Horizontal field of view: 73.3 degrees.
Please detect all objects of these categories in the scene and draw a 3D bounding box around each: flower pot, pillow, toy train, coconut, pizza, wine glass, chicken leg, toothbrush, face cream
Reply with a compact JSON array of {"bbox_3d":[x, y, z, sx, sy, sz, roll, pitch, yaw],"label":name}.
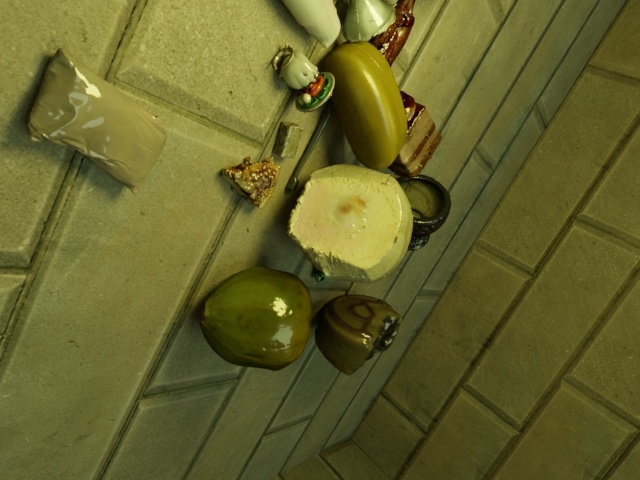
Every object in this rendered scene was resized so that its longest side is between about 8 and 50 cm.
[{"bbox_3d":[0.394,-0.102,1.834,0.267,0.266,0.267,-39,155,-23],"label":"flower pot"},{"bbox_3d":[-0.427,-0.216,0.843,0.173,0.067,0.270,-60,148,-2],"label":"pillow"},{"bbox_3d":[0.043,0.115,1.746,0.178,0.071,0.104,-13,140,-48],"label":"toy train"},{"bbox_3d":[0.111,-0.050,1.399,0.405,0.405,0.404,-32,142,-30],"label":"coconut"},{"bbox_3d":[-0.188,-0.166,1.187,0.194,0.069,0.154,8,114,-56],"label":"pizza"},{"bbox_3d":[0.084,-0.629,1.052,0.156,0.156,0.232,-49,143,-8],"label":"wine glass"},{"bbox_3d":[0.202,-0.599,1.228,0.158,0.096,0.407,-55,175,-48],"label":"chicken leg"},{"bbox_3d":[-0.028,-0.287,1.317,0.031,0.030,0.297,1,120,-62],"label":"toothbrush"},{"bbox_3d":[-0.054,-0.576,0.953,0.102,0.102,0.345,-56,148,2],"label":"face cream"}]

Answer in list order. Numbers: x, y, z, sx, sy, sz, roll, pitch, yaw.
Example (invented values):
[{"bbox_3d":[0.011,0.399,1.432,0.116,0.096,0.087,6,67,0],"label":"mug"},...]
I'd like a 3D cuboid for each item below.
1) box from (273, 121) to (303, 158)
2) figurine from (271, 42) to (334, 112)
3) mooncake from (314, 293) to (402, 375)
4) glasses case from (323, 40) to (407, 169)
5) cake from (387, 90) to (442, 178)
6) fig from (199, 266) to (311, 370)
[{"bbox_3d":[-0.091,-0.285,1.225,0.062,0.045,0.098,-6,126,-50],"label":"box"},{"bbox_3d":[-0.055,-0.419,1.097,0.132,0.132,0.154,-54,135,0],"label":"figurine"},{"bbox_3d":[0.179,0.406,1.882,0.393,0.394,0.246,14,110,-13],"label":"mooncake"},{"bbox_3d":[0.136,-0.370,1.227,0.141,0.173,0.371,-55,133,-33],"label":"glasses case"},{"bbox_3d":[0.262,-0.365,1.459,0.198,0.196,0.293,-53,149,2],"label":"cake"},{"bbox_3d":[-0.202,0.238,1.336,0.343,0.343,0.343,-32,142,-30],"label":"fig"}]
